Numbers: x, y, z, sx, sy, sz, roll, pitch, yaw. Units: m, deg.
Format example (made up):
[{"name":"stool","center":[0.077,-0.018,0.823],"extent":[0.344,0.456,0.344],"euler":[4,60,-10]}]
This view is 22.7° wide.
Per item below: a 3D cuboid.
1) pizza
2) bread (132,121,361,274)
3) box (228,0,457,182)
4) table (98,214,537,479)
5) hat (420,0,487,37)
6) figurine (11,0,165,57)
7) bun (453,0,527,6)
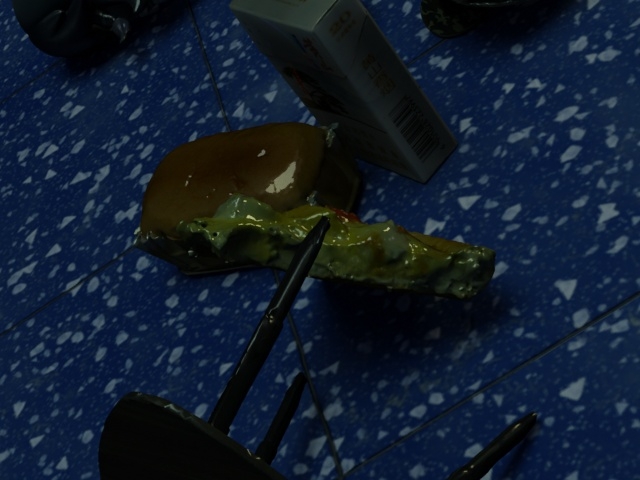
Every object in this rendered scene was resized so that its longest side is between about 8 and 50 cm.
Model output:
[{"name":"pizza","center":[0.000,0.000,1.455],"extent":[0.280,0.287,0.075],"euler":[7,87,48]},{"name":"bread","center":[-0.081,-0.048,1.713],"extent":[0.241,0.107,0.136],"euler":[-9,50,36]},{"name":"box","center":[0.025,-0.170,1.634],"extent":[0.067,0.233,0.149],"euler":[-51,38,-15]},{"name":"table","center":[-0.008,0.153,1.312],"extent":[0.317,0.317,0.249],"euler":[0,41,41]},{"name":"hat","center":[0.152,-0.286,1.797],"extent":[0.121,0.050,0.121],"euler":[-26,37,22]},{"name":"figurine","center":[-0.295,-0.355,2.174],"extent":[0.265,0.197,0.175],"euler":[-36,1,11]},{"name":"bun","center":[0.185,-0.358,1.724],"extent":[0.239,0.141,0.239],"euler":[1,38,0]}]
